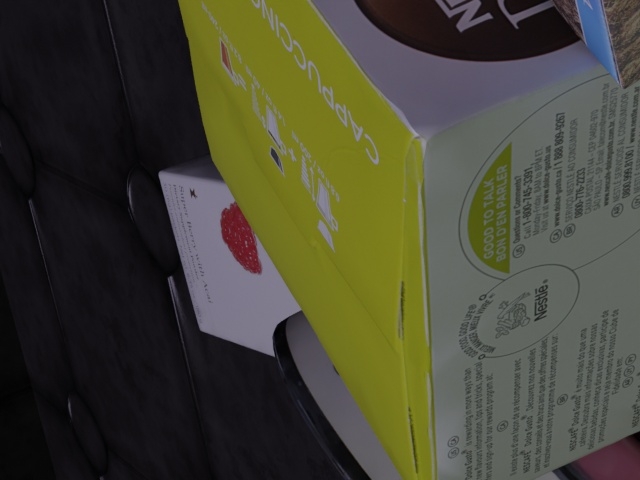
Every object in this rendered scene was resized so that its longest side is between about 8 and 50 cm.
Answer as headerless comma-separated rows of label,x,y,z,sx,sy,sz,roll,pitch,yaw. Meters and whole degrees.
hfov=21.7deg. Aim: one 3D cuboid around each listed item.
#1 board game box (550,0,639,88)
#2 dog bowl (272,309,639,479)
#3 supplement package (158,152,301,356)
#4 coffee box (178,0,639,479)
board game box,0.144,-0.257,0.736,0.291,0.232,0.141,59,179,32
dog bowl,0.162,0.154,1.197,0.408,0.150,0.408,43,-170,-10
supplement package,0.000,0.000,1.572,0.293,0.175,0.177,11,118,60
coffee box,0.124,-0.111,0.966,0.337,0.334,0.338,57,164,36
